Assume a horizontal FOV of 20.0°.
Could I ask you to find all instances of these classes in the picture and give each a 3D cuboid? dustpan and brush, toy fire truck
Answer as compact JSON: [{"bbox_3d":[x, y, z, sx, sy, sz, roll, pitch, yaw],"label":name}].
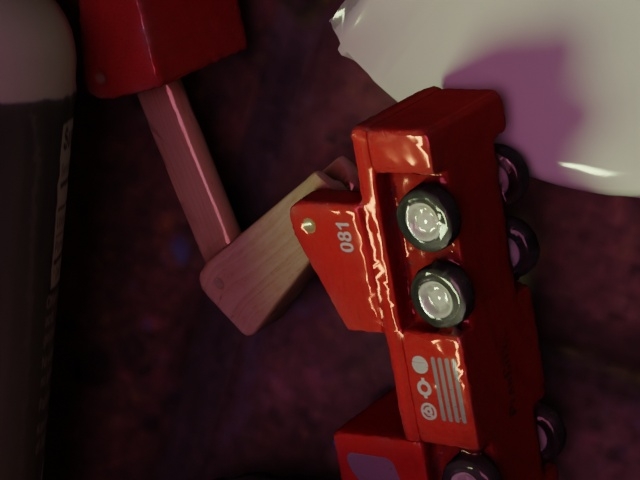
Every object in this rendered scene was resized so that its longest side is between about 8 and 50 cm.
[{"bbox_3d":[0.124,-0.045,0.545,0.211,0.060,0.147,46,119,12],"label":"dustpan and brush"},{"bbox_3d":[0.000,0.000,0.576,0.135,0.047,0.192,4,113,38],"label":"toy fire truck"}]

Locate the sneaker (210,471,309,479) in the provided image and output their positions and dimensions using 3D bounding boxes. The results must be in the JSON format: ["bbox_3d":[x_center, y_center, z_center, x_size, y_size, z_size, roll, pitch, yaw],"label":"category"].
[{"bbox_3d":[-0.080,0.262,0.566,0.145,0.147,0.384,17,98,5],"label":"sneaker"}]

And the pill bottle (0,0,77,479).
[{"bbox_3d":[-0.169,-0.002,0.568,0.176,0.176,0.318,9,100,15],"label":"pill bottle"}]
